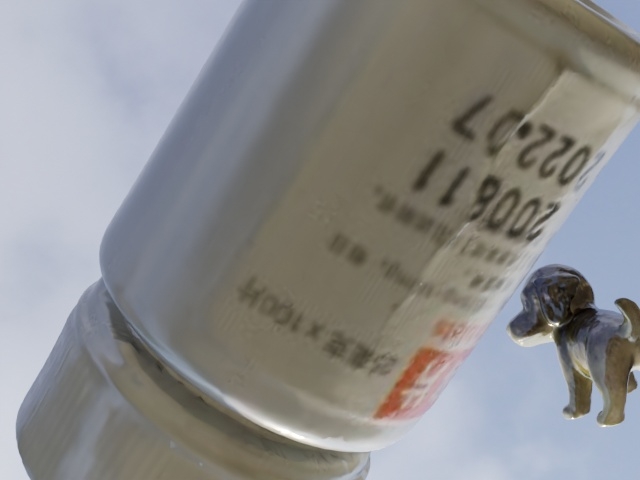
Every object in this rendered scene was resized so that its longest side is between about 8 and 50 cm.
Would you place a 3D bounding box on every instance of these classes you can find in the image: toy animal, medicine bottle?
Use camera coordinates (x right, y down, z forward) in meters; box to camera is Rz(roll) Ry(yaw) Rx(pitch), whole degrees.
[{"bbox_3d":[0.306,0.120,1.407,0.121,0.233,0.169,-19,-77,-14],"label":"toy animal"},{"bbox_3d":[0.000,0.000,0.684,0.211,0.211,0.371,21,-69,-33],"label":"medicine bottle"}]
